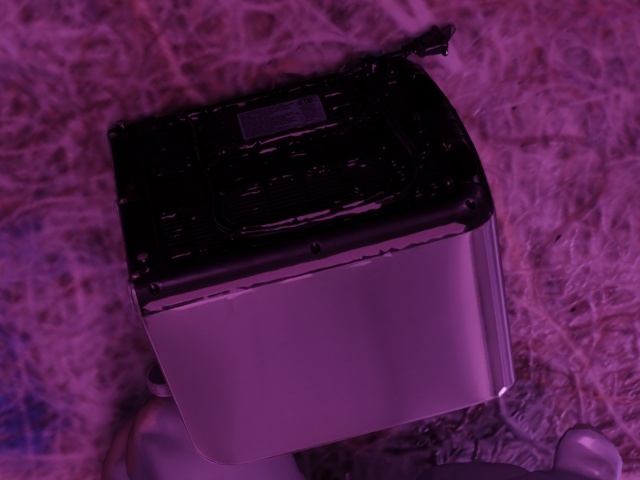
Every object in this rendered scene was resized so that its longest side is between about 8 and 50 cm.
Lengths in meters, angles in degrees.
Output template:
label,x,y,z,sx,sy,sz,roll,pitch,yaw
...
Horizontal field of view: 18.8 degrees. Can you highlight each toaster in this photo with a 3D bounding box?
label,x,y,z,sx,sy,sz,roll,pitch,yaw
toaster,0.000,0.000,0.890,0.186,0.168,0.110,-15,122,-3

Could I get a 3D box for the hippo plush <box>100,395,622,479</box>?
label,x,y,z,sx,sy,sz,roll,pitch,yaw
hippo plush,0.042,0.155,0.957,0.236,0.294,0.234,-18,89,-24
